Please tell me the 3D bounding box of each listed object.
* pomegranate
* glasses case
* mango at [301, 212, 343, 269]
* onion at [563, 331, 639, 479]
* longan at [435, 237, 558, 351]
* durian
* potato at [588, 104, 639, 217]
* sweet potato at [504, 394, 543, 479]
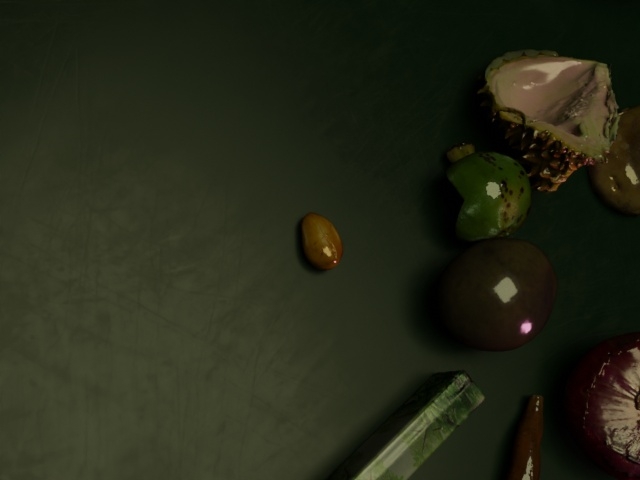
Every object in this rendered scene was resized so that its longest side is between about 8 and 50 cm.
[{"bbox_3d":[0.256,-0.081,1.443,0.143,0.122,0.169,20,60,-42],"label":"pomegranate"},{"bbox_3d":[0.110,0.293,1.335,0.272,0.095,0.062,-40,94,-21],"label":"glasses case"},{"bbox_3d":[0.000,0.000,1.384,0.060,0.046,0.089,-22,82,-21],"label":"mango"},{"bbox_3d":[0.490,0.254,1.436,0.248,0.161,0.248,1,70,-2],"label":"onion"},{"bbox_3d":[0.260,0.078,1.392,0.187,0.167,0.167,-41,93,-29],"label":"longan"},{"bbox_3d":[0.339,-0.213,1.488,0.195,0.185,0.305,25,50,-5],"label":"durian"},{"bbox_3d":[0.538,-0.138,1.577,0.164,0.081,0.200,35,73,-10],"label":"potato"},{"bbox_3d":[0.298,0.356,1.404,0.057,0.057,0.264,19,75,-14],"label":"sweet potato"}]
